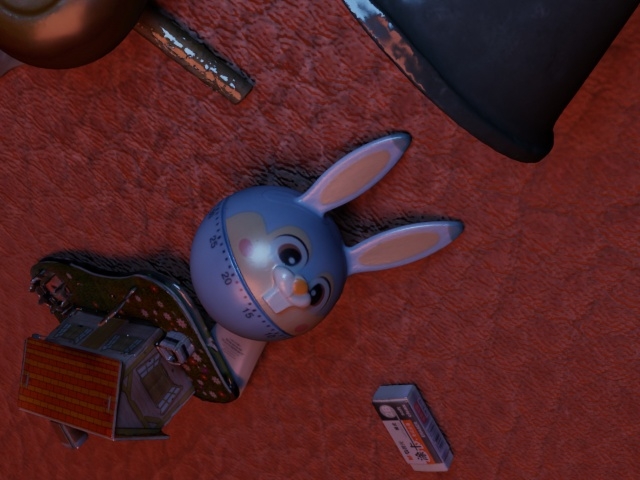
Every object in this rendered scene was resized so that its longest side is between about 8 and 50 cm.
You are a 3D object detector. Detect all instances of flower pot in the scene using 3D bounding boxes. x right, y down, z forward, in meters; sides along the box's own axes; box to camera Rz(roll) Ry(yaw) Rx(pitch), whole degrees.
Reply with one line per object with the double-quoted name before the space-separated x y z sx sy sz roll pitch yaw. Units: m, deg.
"flower pot" 0.122 -0.204 0.723 0.269 0.269 0.166 43 116 -10

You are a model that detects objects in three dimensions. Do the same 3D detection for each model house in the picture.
"model house" -0.276 0.150 1.296 0.294 0.154 0.207 6 133 40

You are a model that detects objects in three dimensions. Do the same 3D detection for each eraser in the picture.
"eraser" 0.109 0.221 1.245 0.052 0.029 0.122 -8 123 36

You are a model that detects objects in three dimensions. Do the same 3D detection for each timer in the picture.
"timer" -0.014 0.014 1.037 0.256 0.175 0.175 -13 121 37

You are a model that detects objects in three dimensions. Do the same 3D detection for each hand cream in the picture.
"hand cream" -0.092 0.109 1.250 0.079 0.048 0.255 41 140 7

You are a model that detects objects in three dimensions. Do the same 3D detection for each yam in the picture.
"yam" -0.130 -0.182 1.022 0.145 0.032 0.032 37 138 -5

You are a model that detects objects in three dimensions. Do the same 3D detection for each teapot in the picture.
"teapot" -0.248 -0.243 0.966 0.252 0.135 0.178 3 93 19

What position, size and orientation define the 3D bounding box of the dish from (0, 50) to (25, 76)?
"dish" -0.446 -0.251 1.086 0.303 0.120 0.303 18 136 18
